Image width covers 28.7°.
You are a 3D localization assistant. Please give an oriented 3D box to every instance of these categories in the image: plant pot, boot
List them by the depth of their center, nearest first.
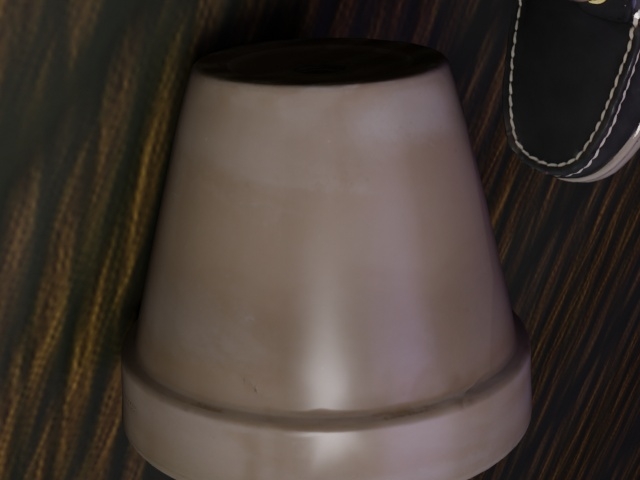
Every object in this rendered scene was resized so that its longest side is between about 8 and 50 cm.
[{"bbox_3d":[0.125,-0.201,0.725,0.284,0.138,0.377,-14,127,-47],"label":"boot"},{"bbox_3d":[0.000,0.000,0.951,0.323,0.323,0.280,-21,116,-42],"label":"plant pot"}]
